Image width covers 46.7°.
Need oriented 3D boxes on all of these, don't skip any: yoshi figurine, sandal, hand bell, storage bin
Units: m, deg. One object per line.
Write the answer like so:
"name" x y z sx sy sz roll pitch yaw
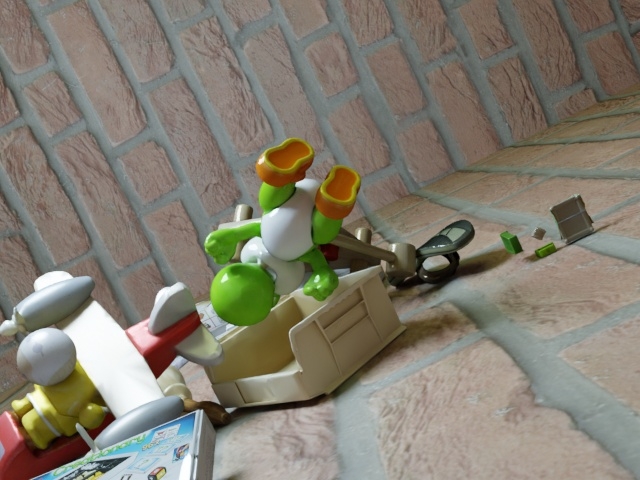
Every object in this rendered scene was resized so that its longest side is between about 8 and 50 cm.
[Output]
"yoshi figurine" -0.080 0.023 1.216 0.203 0.204 0.362 -2 -38 -27
"sandal" 0.238 0.041 1.527 0.120 0.086 0.303 -35 -6 -25
"hand bell" -0.235 0.297 1.322 0.126 0.126 0.242 -30 20 -36
"storage bin" -0.035 0.174 1.285 0.262 0.123 0.260 -19 9 47

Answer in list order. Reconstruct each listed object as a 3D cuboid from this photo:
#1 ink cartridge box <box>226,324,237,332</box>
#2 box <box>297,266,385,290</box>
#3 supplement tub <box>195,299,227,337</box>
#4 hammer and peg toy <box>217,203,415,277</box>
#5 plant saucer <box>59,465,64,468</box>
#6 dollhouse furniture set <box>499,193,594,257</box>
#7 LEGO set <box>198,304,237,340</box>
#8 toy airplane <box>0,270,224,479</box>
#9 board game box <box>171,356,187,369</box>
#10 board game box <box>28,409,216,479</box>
"ink cartridge box" -0.150 0.210 1.564 0.060 0.104 0.180 -26 6 -4
"box" 0.039 0.088 1.748 0.181 0.119 0.181 -24 6 18
"supplement tub" -0.247 0.212 1.767 0.144 0.144 0.199 -30 6 -32
"hammer and peg toy" 0.000 0.000 1.496 0.361 0.127 0.266 -7 -25 35
"plant saucer" -0.494 0.429 1.432 0.317 0.044 0.317 -25 6 3
"dollhouse furniture set" 0.405 -0.021 1.329 0.151 0.076 0.058 -27 6 3
"LEGO set" -0.118 0.180 1.476 0.244 0.182 0.060 -26 -23 -34
"toy airplane" -0.354 0.204 1.189 0.386 0.384 0.272 -7 -31 22
"board game box" -0.402 0.336 1.947 0.090 0.020 0.090 -24 6 22
"board game box" -0.282 0.341 0.935 0.305 0.053 0.193 -23 22 5
